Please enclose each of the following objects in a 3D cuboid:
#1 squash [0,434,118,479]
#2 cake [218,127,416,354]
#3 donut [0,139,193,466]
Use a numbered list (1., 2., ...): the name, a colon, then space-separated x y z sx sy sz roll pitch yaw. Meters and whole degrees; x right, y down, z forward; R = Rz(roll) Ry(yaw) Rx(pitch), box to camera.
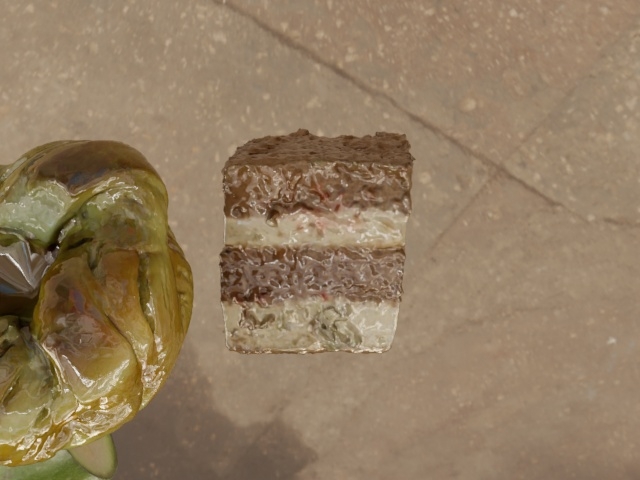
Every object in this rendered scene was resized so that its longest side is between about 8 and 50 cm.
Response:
1. squash: -0.589 0.419 1.509 0.384 0.263 0.263 -33 121 1
2. cake: 0.000 0.000 1.183 0.256 0.282 0.290 1 104 4
3. donut: -0.301 0.054 0.900 0.361 0.360 0.170 -14 148 6
